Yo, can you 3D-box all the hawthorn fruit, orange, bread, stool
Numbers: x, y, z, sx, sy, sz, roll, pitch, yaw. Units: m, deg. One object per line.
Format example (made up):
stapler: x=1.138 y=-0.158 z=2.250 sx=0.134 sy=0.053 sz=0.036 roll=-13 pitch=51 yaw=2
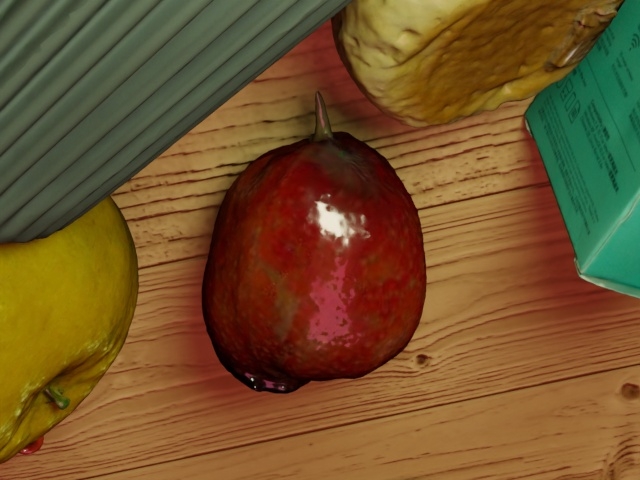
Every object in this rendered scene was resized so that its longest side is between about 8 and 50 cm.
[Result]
hawthorn fruit: x=0.000 y=0.000 z=1.167 sx=0.190 sy=0.189 sz=0.251 roll=3 pitch=111 yaw=-11
orange: x=-0.271 y=0.039 z=1.093 sx=0.235 sy=0.279 sz=0.279 roll=42 pitch=122 yaw=10
bread: x=0.113 y=-0.186 z=1.011 sx=0.244 sy=0.134 sz=0.244 roll=-20 pitch=157 yaw=-9
stool: x=-0.149 y=-0.190 z=0.902 sx=0.297 sy=0.297 sz=0.330 roll=33 pitch=124 yaw=-30

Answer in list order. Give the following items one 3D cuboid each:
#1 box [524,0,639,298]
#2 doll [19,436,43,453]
box: x=0.286 y=-0.130 z=1.063 sx=0.118 sy=0.205 sz=0.311 roll=14 pitch=127 yaw=-21
doll: x=-0.390 y=0.121 z=1.245 sx=0.336 sy=0.105 sz=0.199 roll=25 pitch=114 yaw=-25
